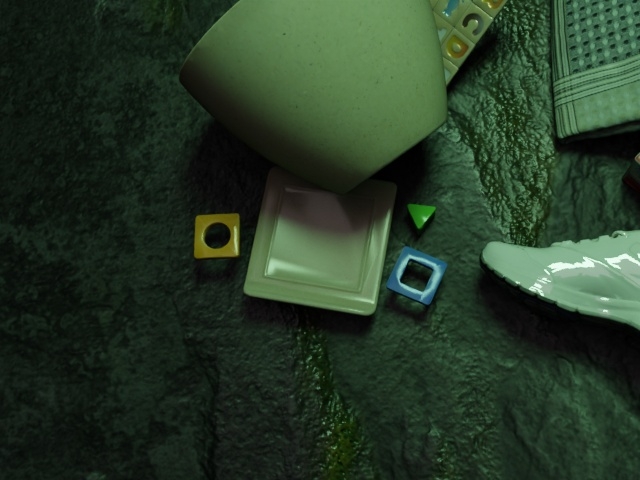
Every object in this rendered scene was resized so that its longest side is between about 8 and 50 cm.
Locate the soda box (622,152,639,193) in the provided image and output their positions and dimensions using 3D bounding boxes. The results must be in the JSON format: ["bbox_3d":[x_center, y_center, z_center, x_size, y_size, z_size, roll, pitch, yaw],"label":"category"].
[{"bbox_3d":[0.514,-0.150,0.932,0.263,0.083,0.092,-42,73,-1],"label":"soda box"}]

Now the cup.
[{"bbox_3d":[0.026,-0.200,0.935,0.331,0.331,0.237,-35,94,1],"label":"cup"}]

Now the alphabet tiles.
[{"bbox_3d":[0.140,-0.328,1.010,0.198,0.009,0.237,44,121,15],"label":"alphabet tiles"}]

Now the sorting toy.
[{"bbox_3d":[0.000,0.000,1.011,0.348,0.047,0.196,9,73,9],"label":"sorting toy"}]

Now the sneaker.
[{"bbox_3d":[0.344,0.045,0.899,0.297,0.111,0.129,16,81,19],"label":"sneaker"}]

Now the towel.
[{"bbox_3d":[0.432,-0.295,0.908,0.324,0.056,0.312,-9,72,44],"label":"towel"}]
